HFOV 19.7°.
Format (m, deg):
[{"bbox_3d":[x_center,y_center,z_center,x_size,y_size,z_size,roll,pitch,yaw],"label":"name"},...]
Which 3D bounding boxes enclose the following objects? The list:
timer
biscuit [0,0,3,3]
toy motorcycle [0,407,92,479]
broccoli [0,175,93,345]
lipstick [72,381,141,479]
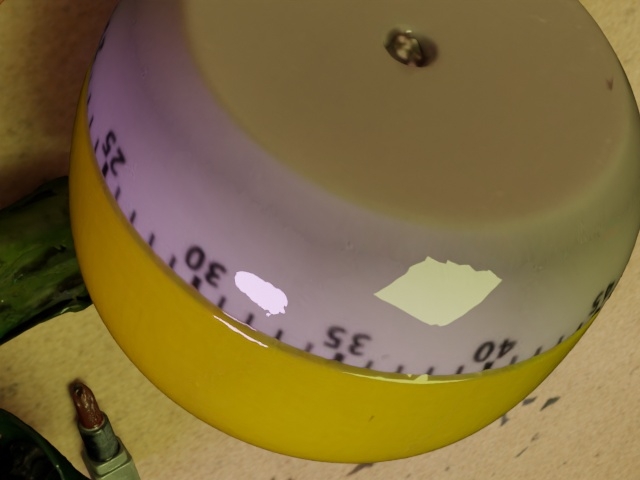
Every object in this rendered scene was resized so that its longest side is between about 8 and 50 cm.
[{"bbox_3d":[0.000,0.000,0.886,0.285,0.285,0.285,-24,141,-21],"label":"timer"},{"bbox_3d":[-0.115,-0.126,0.723,0.250,0.165,0.036,-41,117,5],"label":"biscuit"},{"bbox_3d":[-0.211,0.186,0.964,0.274,0.124,0.187,-17,130,-45],"label":"toy motorcycle"},{"bbox_3d":[-0.217,0.073,0.866,0.275,0.177,0.199,-11,131,-52],"label":"broccoli"},{"bbox_3d":[-0.128,0.120,1.084,0.025,0.025,0.107,-29,138,-15],"label":"lipstick"}]
